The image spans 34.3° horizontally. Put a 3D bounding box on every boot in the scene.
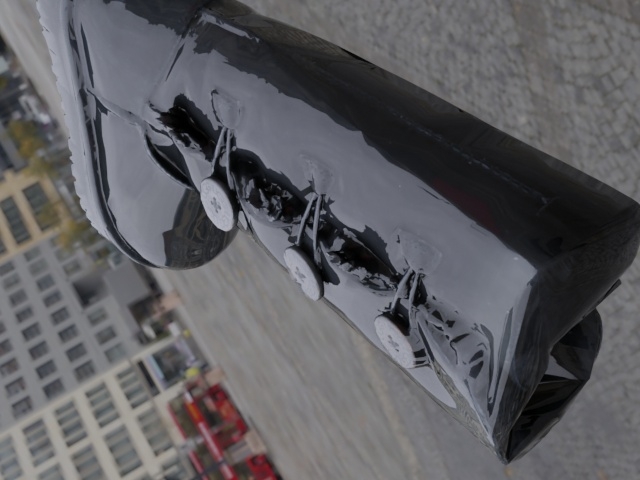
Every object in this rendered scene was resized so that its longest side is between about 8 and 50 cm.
[{"bbox_3d":[-0.001,-0.001,0.765,0.445,0.146,0.367,33,156,27],"label":"boot"}]
